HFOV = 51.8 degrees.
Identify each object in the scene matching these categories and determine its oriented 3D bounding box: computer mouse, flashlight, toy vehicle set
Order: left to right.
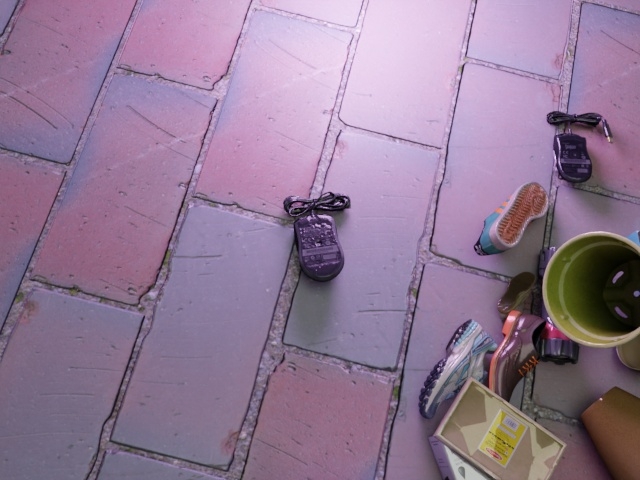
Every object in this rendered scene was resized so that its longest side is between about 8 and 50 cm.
[{"bbox_3d":[0.000,0.000,1.776,0.189,0.072,0.272,-4,59,-3],"label":"computer mouse"},{"bbox_3d":[0.417,0.465,1.533,0.267,0.035,0.166,36,71,9],"label":"toy vehicle set"},{"bbox_3d":[0.637,0.170,1.746,0.103,0.103,0.304,22,68,-25],"label":"flashlight"},{"bbox_3d":[0.764,-0.265,1.926,0.184,0.060,0.262,-1,60,0],"label":"computer mouse"}]

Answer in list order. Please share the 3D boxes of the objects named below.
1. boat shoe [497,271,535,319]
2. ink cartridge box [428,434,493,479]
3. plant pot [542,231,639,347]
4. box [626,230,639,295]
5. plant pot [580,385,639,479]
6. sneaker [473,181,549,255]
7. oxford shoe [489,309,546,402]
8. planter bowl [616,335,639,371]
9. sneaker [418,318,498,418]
[{"bbox_3d":[0.528,0.148,1.777,0.056,0.048,0.153,25,62,31],"label":"boat shoe"},{"bbox_3d":[0.415,0.576,1.578,0.211,0.121,0.289,-16,73,-10],"label":"ink cartridge box"},{"bbox_3d":[0.742,0.126,1.636,0.254,0.276,0.276,7,66,-43],"label":"plant pot"},{"bbox_3d":[0.927,0.093,1.812,0.101,0.060,0.244,-3,72,-5],"label":"box"},{"bbox_3d":[0.769,0.491,1.600,0.237,0.237,0.254,-33,61,-14],"label":"plant pot"},{"bbox_3d":[0.519,-0.061,1.816,0.302,0.121,0.108,-39,94,-37],"label":"sneaker"},{"bbox_3d":[0.497,0.305,1.665,0.098,0.097,0.271,7,65,35],"label":"oxford shoe"},{"bbox_3d":[0.872,0.281,1.707,0.109,0.162,0.162,32,70,-22],"label":"planter bowl"},{"bbox_3d":[0.354,0.339,1.663,0.122,0.110,0.283,36,73,4],"label":"sneaker"}]
